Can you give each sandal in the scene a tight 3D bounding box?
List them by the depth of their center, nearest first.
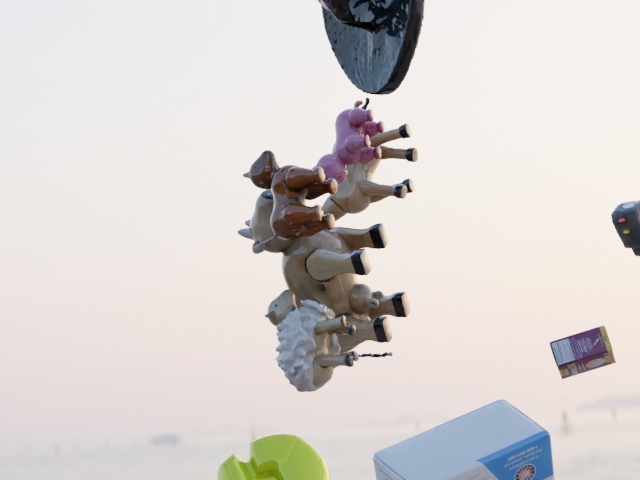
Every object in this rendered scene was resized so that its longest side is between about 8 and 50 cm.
[{"bbox_3d":[-0.131,0.301,1.459,0.317,0.126,0.138,-19,-43,-5],"label":"sandal"},{"bbox_3d":[0.023,-0.384,1.773,0.107,0.445,0.167,-6,3,-34],"label":"sandal"}]

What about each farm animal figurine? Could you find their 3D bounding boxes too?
[{"bbox_3d":[0.000,0.000,1.963,0.172,0.326,0.330,-7,7,28],"label":"farm animal figurine"}]

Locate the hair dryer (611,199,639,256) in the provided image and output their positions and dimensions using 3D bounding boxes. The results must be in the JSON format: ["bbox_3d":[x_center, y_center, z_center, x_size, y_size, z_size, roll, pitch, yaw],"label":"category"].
[{"bbox_3d":[0.443,0.049,1.620,0.224,0.293,0.080,-26,8,-21],"label":"hair dryer"}]

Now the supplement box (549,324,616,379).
[{"bbox_3d":[0.378,0.161,2.259,0.083,0.043,0.055,-19,-28,9],"label":"supplement box"}]

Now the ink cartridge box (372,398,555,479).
[{"bbox_3d":[0.217,0.415,2.224,0.223,0.307,0.129,-21,27,-23],"label":"ink cartridge box"}]
